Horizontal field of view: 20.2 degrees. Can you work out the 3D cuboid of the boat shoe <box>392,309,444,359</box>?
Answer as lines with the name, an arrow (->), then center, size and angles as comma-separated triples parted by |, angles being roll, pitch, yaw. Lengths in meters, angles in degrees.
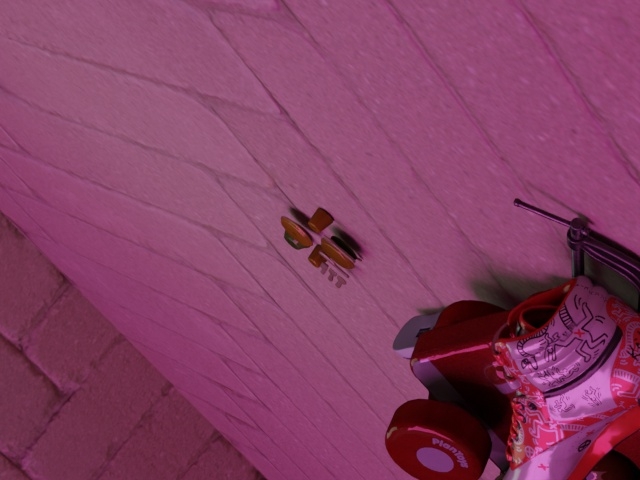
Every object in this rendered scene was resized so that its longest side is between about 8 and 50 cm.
boat shoe -> 0.148, 0.120, 1.938 | 0.083, 0.065, 0.183 | 35, 169, -14

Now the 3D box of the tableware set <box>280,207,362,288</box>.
tableware set -> 0.000, 0.000, 2.009 | 0.104, 0.024, 0.154 | 41, 167, 5

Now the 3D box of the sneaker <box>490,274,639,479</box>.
sneaker -> 0.196, 0.137, 1.576 | 0.145, 0.090, 0.270 | 37, 132, -3

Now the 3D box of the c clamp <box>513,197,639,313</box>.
c clamp -> 0.236, 0.027, 1.528 | 0.137, 0.022, 0.161 | 26, 160, 26

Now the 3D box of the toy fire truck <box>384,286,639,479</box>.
toy fire truck -> 0.229, 0.178, 1.728 | 0.254, 0.169, 0.302 | -17, 124, 43
